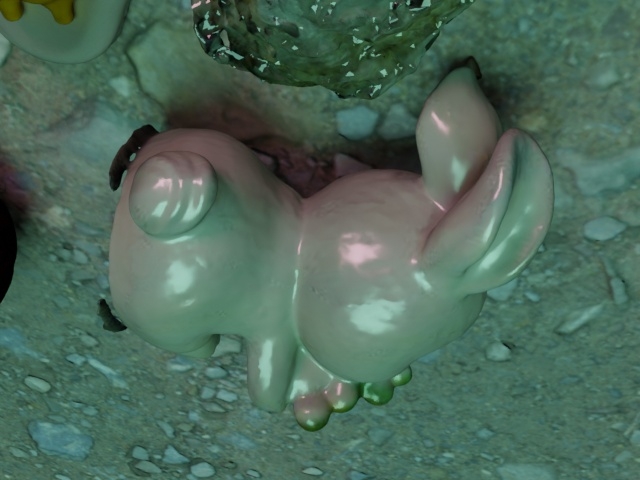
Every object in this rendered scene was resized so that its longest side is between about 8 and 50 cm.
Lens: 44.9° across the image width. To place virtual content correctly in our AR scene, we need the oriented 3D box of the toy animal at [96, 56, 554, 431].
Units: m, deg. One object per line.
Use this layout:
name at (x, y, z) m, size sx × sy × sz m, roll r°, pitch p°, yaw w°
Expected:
toy animal at (0.001, 0.002, 0.580) m, size 0.309 × 0.183 × 0.247 m, roll 7°, pitch 134°, yaw 9°

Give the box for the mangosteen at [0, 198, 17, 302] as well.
mangosteen at (-0.372, 0.014, 0.696) m, size 0.209 × 0.210 × 0.210 m, roll 8°, pitch 134°, yaw 8°

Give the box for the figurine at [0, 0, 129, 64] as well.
figurine at (-0.204, -0.191, 0.481) m, size 0.166 × 0.141 × 0.250 m, roll 5°, pitch 134°, yaw 9°

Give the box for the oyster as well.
oyster at (0.030, -0.196, 0.434) m, size 0.198 × 0.112 × 0.268 m, roll 22°, pitch 132°, yaw -6°
